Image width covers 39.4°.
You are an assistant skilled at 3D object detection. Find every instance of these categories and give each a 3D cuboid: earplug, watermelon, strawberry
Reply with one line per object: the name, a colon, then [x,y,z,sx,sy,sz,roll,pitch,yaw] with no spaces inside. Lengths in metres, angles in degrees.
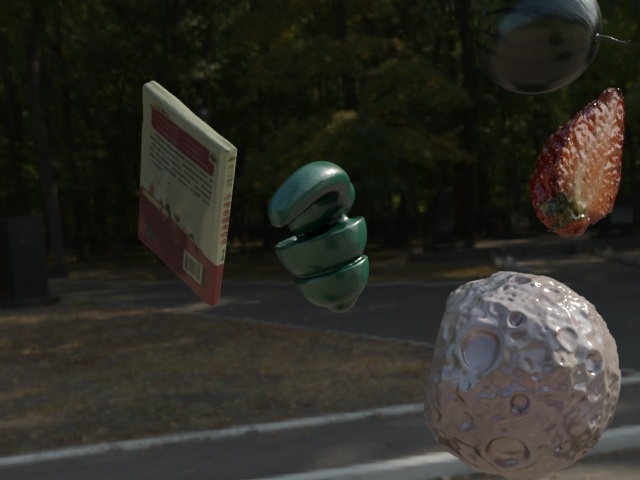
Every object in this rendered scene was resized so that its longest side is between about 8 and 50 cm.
earplug: [0.007,-0.001,1.493,0.164,0.280,0.257,-21,15,-6]
watermelon: [0.200,-0.178,0.774,0.133,0.105,0.105,9,6,29]
strawberry: [0.372,-0.111,1.338,0.106,0.175,0.236,2,34,44]

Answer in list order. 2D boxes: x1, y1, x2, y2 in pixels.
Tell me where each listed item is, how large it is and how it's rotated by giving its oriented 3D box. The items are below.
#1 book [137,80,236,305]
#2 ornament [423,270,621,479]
book: [-0.164,-0.052,1.065,0.022,0.232,0.162,-25,51,-38]
ornament: [0.250,0.169,1.112,0.225,0.259,0.259,11,3,10]
